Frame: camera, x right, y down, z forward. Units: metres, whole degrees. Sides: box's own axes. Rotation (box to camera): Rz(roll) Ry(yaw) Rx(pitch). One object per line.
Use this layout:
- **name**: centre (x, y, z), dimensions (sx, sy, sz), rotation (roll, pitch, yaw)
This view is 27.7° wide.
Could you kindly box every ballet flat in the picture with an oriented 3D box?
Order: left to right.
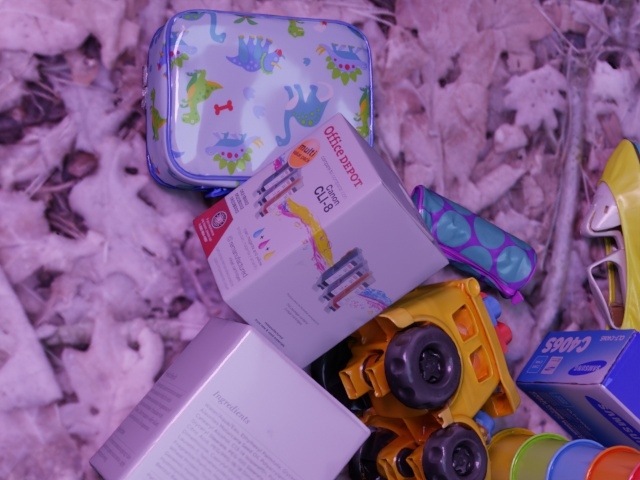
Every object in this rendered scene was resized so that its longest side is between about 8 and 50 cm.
- **ballet flat**: centre (0.323, 0.007, 1.408), dimensions (0.077, 0.077, 0.231), rotation (-8, 90, -6)

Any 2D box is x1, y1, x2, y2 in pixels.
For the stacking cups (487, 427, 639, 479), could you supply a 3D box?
- **stacking cups**: centre (0.261, 0.225, 1.225), dimensions (0.096, 0.316, 0.096), rotation (3, 82, -21)

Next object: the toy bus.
- **toy bus**: centre (0.122, 0.143, 1.284), dimensions (0.211, 0.149, 0.220), rotation (-25, 97, -39)

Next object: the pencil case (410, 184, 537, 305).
- **pencil case**: centre (0.148, 0.004, 1.335), dimensions (0.151, 0.064, 0.070), rotation (27, 46, -17)

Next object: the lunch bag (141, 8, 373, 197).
- **lunch bag**: centre (-0.060, -0.126, 1.250), dimensions (0.219, 0.090, 0.176), rotation (0, 84, -23)

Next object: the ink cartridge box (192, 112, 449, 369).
- **ink cartridge box**: centre (0.000, 0.000, 1.185), dimensions (0.176, 0.128, 0.127), rotation (-36, 129, 7)

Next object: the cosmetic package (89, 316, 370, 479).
- **cosmetic package**: centre (-0.084, 0.185, 1.166), dimensions (0.151, 0.151, 0.184), rotation (43, 79, -13)

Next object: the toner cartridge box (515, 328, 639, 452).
- **toner cartridge box**: centre (0.378, 0.231, 1.355), dimensions (0.348, 0.165, 0.075), rotation (42, 71, -13)
